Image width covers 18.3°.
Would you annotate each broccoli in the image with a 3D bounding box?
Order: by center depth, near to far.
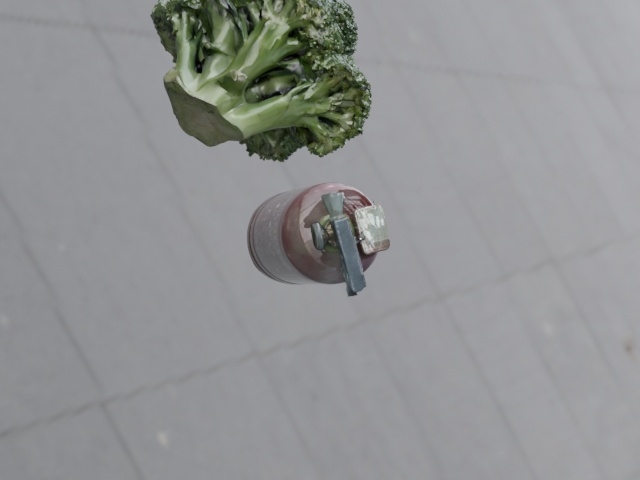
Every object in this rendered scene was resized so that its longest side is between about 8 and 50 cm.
[{"bbox_3d":[-0.036,-0.119,1.293,0.162,0.146,0.138,38,58,-2],"label":"broccoli"}]

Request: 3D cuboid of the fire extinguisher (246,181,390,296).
[{"bbox_3d":[0.000,0.000,1.825,0.104,0.105,0.269,59,-11,-5],"label":"fire extinguisher"}]
